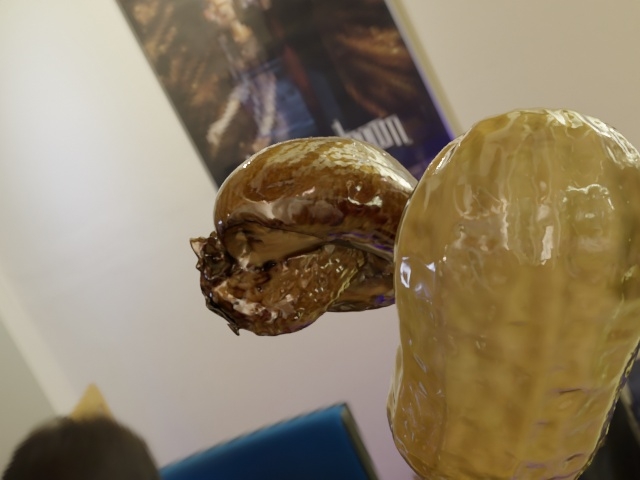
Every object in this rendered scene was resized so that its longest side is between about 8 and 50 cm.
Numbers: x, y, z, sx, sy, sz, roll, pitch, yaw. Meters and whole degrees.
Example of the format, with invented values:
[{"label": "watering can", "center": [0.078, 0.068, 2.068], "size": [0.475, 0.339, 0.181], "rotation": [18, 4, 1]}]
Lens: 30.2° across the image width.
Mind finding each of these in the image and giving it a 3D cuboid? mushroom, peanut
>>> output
[{"label": "mushroom", "center": [-0.010, -0.007, 1.341], "size": [0.283, 0.195, 0.263], "rotation": [-23, -25, -7]}, {"label": "peanut", "center": [0.115, 0.060, 0.747], "size": [0.158, 0.340, 0.174], "rotation": [-14, 41, -25]}]
